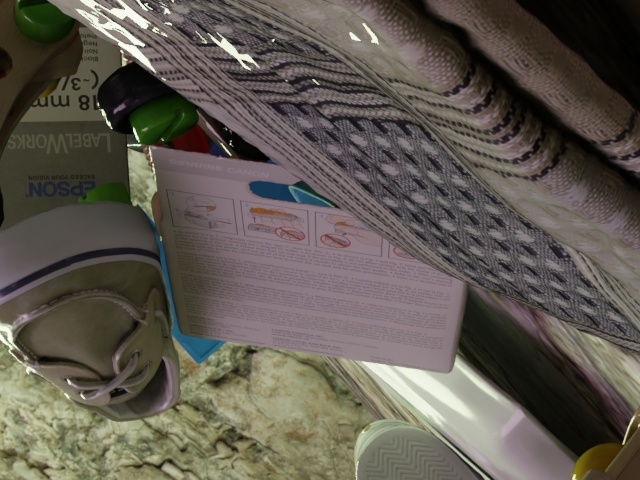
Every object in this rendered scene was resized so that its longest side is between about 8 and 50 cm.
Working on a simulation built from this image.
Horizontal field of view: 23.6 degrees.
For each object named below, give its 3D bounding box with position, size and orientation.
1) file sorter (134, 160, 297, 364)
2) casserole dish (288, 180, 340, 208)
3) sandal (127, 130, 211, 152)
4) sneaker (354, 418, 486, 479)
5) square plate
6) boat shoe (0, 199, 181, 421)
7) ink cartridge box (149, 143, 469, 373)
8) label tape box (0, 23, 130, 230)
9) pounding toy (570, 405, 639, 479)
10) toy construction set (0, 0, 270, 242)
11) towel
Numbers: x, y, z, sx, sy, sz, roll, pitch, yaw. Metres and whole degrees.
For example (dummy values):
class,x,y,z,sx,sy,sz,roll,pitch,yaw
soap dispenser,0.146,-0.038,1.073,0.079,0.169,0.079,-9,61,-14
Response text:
class,x,y,z,sx,sy,sz,roll,pitch,yaw
file sorter,-0.087,-0.007,1.309,0.118,0.170,0.104,51,177,-27
casserole dish,0.038,-0.002,1.077,0.114,0.037,0.188,49,175,-17
sandal,-0.123,-0.108,1.320,0.054,0.097,0.254,21,-171,-29
sneaker,0.136,0.255,1.220,0.292,0.108,0.169,51,178,-1
square plate,0.130,0.150,1.157,0.344,0.049,0.347,43,176,-36
boat shoe,-0.129,0.050,0.919,0.302,0.109,0.094,56,-170,-78
ink cartridge box,0.000,0.000,0.895,0.181,0.056,0.224,8,149,5
label tape box,-0.211,-0.044,1.180,0.240,0.106,0.333,134,133,-71
pounding toy,0.158,0.179,0.881,0.154,0.155,0.269,35,139,16
toy construction set,-0.145,-0.124,0.942,0.309,0.257,0.237,47,-161,-77
towel,0.010,-0.049,0.546,0.324,0.056,0.312,38,176,-29
